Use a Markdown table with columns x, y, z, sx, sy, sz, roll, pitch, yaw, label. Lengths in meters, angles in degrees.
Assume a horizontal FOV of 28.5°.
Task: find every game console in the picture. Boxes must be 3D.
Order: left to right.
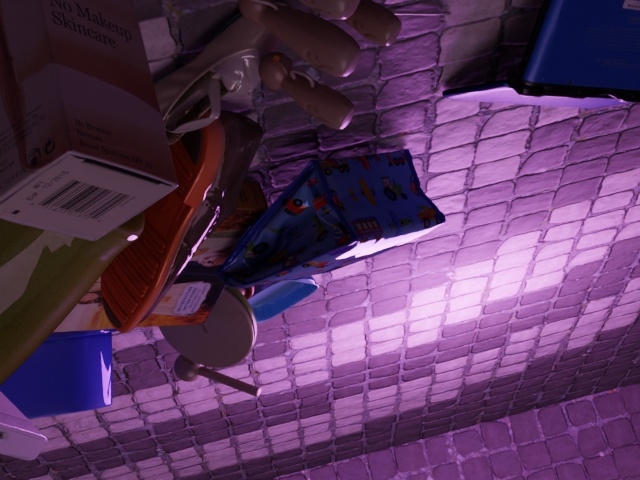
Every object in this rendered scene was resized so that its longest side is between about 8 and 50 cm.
| x | y | z | sx | sy | sz | roll | pitch | yaw | label |
| --- | --- | --- | --- | --- | --- | --- | --- | --- | --- |
| 0.353 | -0.266 | 1.719 | 0.293 | 0.173 | 0.250 | -1 | 121 | -32 | game console |

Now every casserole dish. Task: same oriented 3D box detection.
| x | y | z | sx | sy | sz | roll | pitch | yaw | label |
| --- | --- | --- | --- | --- | --- | --- | --- | --- | --- |
| -0.090 | 0.095 | 2.227 | 0.188 | 0.037 | 0.114 | -33 | 151 | 33 | casserole dish |

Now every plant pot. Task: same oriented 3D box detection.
| x | y | z | sx | sy | sz | roll | pitch | yaw | label |
| --- | --- | --- | --- | --- | --- | --- | --- | --- | --- |
| -0.409 | -0.006 | 1.468 | 0.353 | 0.366 | 0.366 | -34 | 153 | 11 | plant pot |

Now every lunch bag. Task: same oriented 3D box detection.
| x | y | z | sx | sy | sz | roll | pitch | yaw | label |
| --- | --- | --- | --- | --- | --- | --- | --- | --- | --- |
| 0.000 | 0.000 | 1.885 | 0.221 | 0.138 | 0.293 | -11 | 159 | -48 | lunch bag |

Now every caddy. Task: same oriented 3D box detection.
| x | y | z | sx | sy | sz | roll | pitch | yaw | label |
| --- | --- | --- | --- | --- | --- | --- | --- | --- | --- |
| -0.490 | 0.195 | 2.030 | 0.341 | 0.179 | 0.241 | -6 | 178 | -23 | caddy |

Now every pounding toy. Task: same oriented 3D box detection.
| x | y | z | sx | sy | sz | roll | pitch | yaw | label |
| --- | --- | --- | --- | --- | --- | --- | --- | --- | --- |
| -0.174 | 0.134 | 2.153 | 0.183 | 0.110 | 0.237 | 7 | 124 | 20 | pounding toy |

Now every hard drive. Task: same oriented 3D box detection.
| x | y | z | sx | sy | sz | roll | pitch | yaw | label |
| --- | --- | --- | --- | --- | --- | --- | --- | --- | --- |
| -0.555 | 0.165 | 1.738 | 0.047 | 0.353 | 0.233 | -53 | 152 | -1 | hard drive |

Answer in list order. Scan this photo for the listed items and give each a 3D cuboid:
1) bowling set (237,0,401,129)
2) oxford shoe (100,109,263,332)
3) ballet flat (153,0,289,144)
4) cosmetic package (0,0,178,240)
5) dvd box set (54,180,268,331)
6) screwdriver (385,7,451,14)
| x | y | z | sx | sy | sz | roll | pitch | yaw | label |
| --- | --- | --- | --- | --- | --- | --- | --- | --- | --- |
| 0.014 | -0.277 | 1.385 | 0.200 | 0.154 | 0.287 | -49 | 164 | -23 | bowling set |
| -0.186 | -0.017 | 1.706 | 0.132 | 0.130 | 0.364 | -2 | 134 | -46 | oxford shoe |
| -0.121 | -0.193 | 1.514 | 0.248 | 0.086 | 0.086 | -32 | 152 | 32 | ballet flat |
| -0.257 | -0.166 | 1.220 | 0.129 | 0.296 | 0.153 | -30 | 155 | 28 | cosmetic package |
| -0.320 | 0.028 | 1.848 | 0.420 | 0.062 | 0.307 | -1 | 143 | -30 | dvd box set |
| 0.094 | -0.278 | 1.536 | 0.170 | 0.024 | 0.025 | -5 | -177 | -27 | screwdriver |
